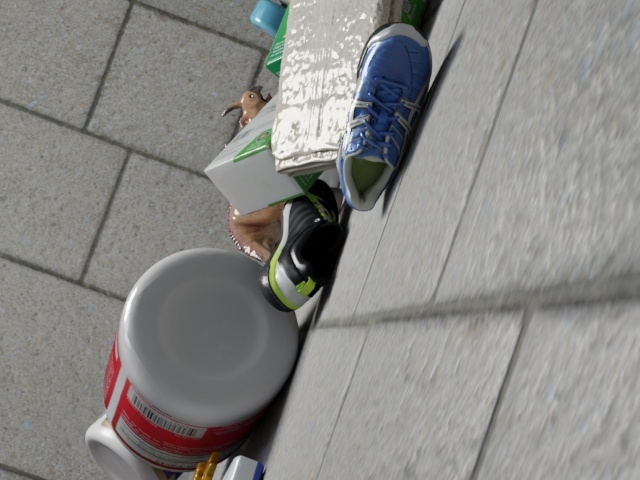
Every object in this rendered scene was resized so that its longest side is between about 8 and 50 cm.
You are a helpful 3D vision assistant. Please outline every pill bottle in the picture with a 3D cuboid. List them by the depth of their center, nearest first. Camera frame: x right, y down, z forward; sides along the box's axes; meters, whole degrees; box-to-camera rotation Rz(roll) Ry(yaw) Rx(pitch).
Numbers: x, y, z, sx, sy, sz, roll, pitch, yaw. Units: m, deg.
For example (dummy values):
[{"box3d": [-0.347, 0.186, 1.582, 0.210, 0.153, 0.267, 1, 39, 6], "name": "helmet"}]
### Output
[{"box3d": [-0.177, 0.184, 1.886, 0.408, 0.229, 0.229, 121, 169, -64], "name": "pill bottle"}, {"box3d": [-0.226, 0.265, 2.156, 0.265, 0.153, 0.153, -45, -7, -27], "name": "pill bottle"}]

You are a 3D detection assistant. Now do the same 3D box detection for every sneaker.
[{"box3d": [0.066, -0.122, 1.399, 0.081, 0.080, 0.211, -87, 7, -53], "name": "sneaker"}, {"box3d": [0.000, 0.000, 1.734, 0.097, 0.084, 0.235, -29, 29, 35], "name": "sneaker"}]

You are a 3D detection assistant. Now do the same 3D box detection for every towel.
[{"box3d": [0.025, -0.219, 1.673, 0.187, 0.049, 0.282, -5, 73, 49], "name": "towel"}]

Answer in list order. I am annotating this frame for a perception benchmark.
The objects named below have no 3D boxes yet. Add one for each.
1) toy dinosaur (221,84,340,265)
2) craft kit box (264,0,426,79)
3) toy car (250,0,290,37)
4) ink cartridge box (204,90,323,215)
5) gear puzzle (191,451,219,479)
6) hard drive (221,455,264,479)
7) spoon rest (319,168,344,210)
[{"box3d": [-0.086, -0.065, 2.068, 0.127, 0.200, 0.296, 118, 171, -57], "name": "toy dinosaur"}, {"box3d": [0.056, -0.342, 1.816, 0.250, 0.061, 0.247, -16, 44, 46], "name": "craft kit box"}, {"box3d": [0.035, -0.366, 2.094, 0.219, 0.210, 0.238, -59, -8, 1], "name": "toy car"}, {"box3d": [-0.033, -0.141, 1.838, 0.153, 0.087, 0.208, -17, 28, 52], "name": "ink cartridge box"}, {"box3d": [-0.200, 0.400, 1.788, 0.175, 0.044, 0.339, -77, 11, -54], "name": "gear puzzle"}, {"box3d": [-0.148, 0.436, 1.626, 0.210, 0.040, 0.319, 118, 171, -56], "name": "hard drive"}, {"box3d": [-0.007, -0.126, 1.994, 0.276, 0.137, 0.084, -95, 5, -49], "name": "spoon rest"}]
